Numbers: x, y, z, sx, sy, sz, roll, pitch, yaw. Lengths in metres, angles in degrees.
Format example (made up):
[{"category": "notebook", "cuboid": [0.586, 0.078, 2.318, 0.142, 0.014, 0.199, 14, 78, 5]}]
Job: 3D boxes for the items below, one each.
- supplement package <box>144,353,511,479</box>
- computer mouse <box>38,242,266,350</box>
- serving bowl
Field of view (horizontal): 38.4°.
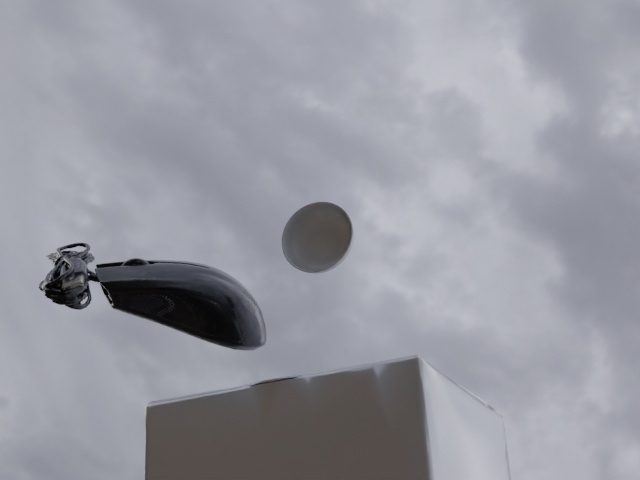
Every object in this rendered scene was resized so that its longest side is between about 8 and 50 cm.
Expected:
[{"category": "supplement package", "cuboid": [0.018, 0.236, 0.516, 0.177, 0.175, 0.293, -13, -115, 22]}, {"category": "computer mouse", "cuboid": [-0.179, 0.053, 1.064, 0.272, 0.188, 0.072, 19, -83, -17]}, {"category": "serving bowl", "cuboid": [0.000, 0.000, 1.013, 0.083, 0.083, 0.027, 23, -12, 28]}]
